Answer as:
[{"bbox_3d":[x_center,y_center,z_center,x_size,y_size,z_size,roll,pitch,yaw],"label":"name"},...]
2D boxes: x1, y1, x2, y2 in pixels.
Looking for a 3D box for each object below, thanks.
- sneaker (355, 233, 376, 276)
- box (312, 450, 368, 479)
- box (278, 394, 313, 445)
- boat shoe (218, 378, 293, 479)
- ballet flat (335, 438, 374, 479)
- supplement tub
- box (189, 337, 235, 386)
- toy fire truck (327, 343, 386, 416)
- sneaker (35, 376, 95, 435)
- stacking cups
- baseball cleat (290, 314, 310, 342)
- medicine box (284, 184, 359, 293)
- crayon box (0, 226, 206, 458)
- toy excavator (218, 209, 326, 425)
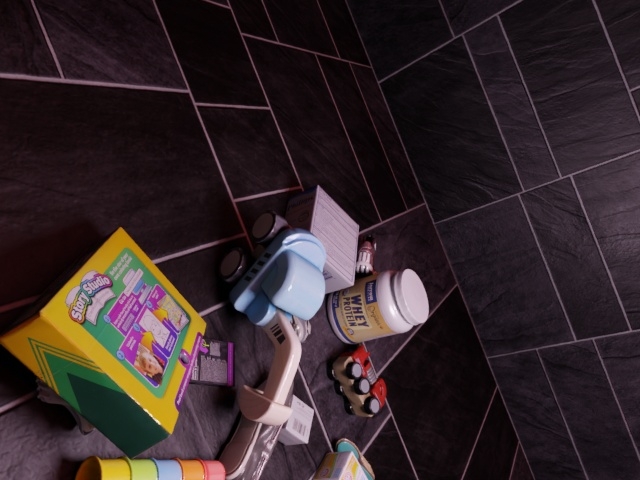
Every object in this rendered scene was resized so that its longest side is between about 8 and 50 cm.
[{"bbox_3d":[0.182,0.062,1.848,0.281,0.106,0.163,83,17,-80],"label":"sneaker"},{"bbox_3d":[0.079,0.759,1.423,0.203,0.103,0.114,63,32,-9],"label":"box"},{"bbox_3d":[-0.088,0.510,1.335,0.101,0.087,0.102,47,38,-30],"label":"box"},{"bbox_3d":[-0.156,0.496,1.237,0.335,0.112,0.096,-56,131,-47],"label":"boat shoe"},{"bbox_3d":[0.108,0.713,1.543,0.206,0.073,0.067,61,6,-16],"label":"ballet flat"},{"bbox_3d":[0.207,0.238,1.712,0.228,0.316,0.229,33,46,-42],"label":"supplement tub"},{"bbox_3d":[-0.287,0.312,1.211,0.162,0.029,0.116,28,49,-48],"label":"box"},{"bbox_3d":[0.151,0.471,1.681,0.246,0.158,0.217,-35,101,-46],"label":"toy fire truck"},{"bbox_3d":[-0.491,0.257,0.886,0.258,0.094,0.091,53,50,-12],"label":"sneaker"},{"bbox_3d":[-0.332,0.486,0.975,0.316,0.095,0.096,24,53,-49],"label":"stacking cups"},{"bbox_3d":[-0.080,0.233,1.542,0.109,0.072,0.206,36,47,-60],"label":"baseball cleat"},{"bbox_3d":[0.000,0.000,1.700,0.263,0.149,0.290,42,40,-35],"label":"medicine box"},{"bbox_3d":[-0.393,0.180,0.945,0.313,0.106,0.363,54,11,-20],"label":"crayon box"},{"bbox_3d":[-0.113,0.194,1.270,0.222,0.433,0.445,37,5,-40],"label":"toy excavator"}]
